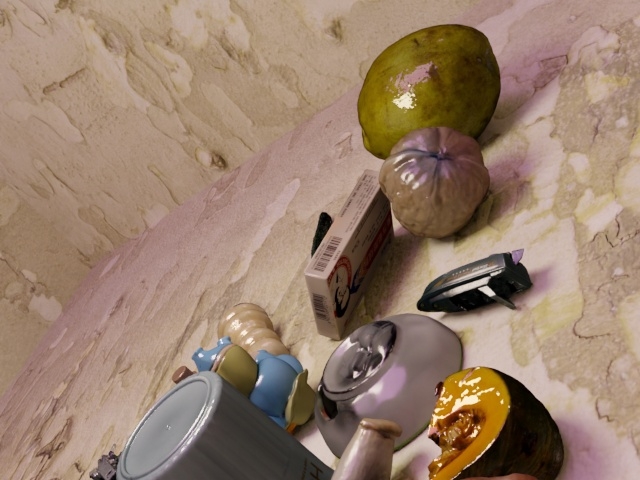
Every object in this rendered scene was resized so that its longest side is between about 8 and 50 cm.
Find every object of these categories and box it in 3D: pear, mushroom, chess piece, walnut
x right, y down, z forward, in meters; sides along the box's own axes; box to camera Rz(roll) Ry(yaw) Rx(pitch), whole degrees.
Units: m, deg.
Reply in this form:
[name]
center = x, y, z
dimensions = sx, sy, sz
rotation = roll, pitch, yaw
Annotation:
[pear]
center = 0.284, -0.368, 2.088
dimensions = 0.413, 0.352, 0.352
rotation = -30, 24, 35
[mushroom]
center = 0.025, 0.437, 1.271
dimensions = 0.351, 0.109, 0.097
rotation = -53, 8, -21
[chess piece]
center = -0.153, 0.254, 1.935
dimensions = 0.143, 0.142, 0.261
rotation = -45, 24, -6
[walnut]
center = 0.256, -0.128, 1.798
dimensions = 0.248, 0.248, 0.248
rotation = -36, 22, 17

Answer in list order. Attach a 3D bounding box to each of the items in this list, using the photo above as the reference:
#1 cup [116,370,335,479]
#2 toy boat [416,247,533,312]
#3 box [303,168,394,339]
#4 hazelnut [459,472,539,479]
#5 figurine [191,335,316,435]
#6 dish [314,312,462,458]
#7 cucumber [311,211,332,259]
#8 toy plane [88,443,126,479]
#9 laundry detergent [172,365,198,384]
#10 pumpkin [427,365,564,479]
[cup]
center = -0.181, 0.432, 1.365
dimensions = 0.331, 0.311, 0.257
rotation = -47, 21, -11
[toy boat]
center = 0.279, 0.096, 1.510
dimensions = 0.246, 0.093, 0.103
rotation = -25, 48, 40
[box]
center = 0.076, 0.028, 1.846
dimensions = 0.069, 0.214, 0.353
rotation = 14, 50, 24
[hazelnut]
center = 0.183, 0.392, 0.900
dimensions = 0.261, 0.241, 0.261
rotation = -15, 51, 19
[figurine]
center = -0.128, 0.286, 1.646
dimensions = 0.153, 0.262, 0.180
rotation = -53, -8, 15
[dish]
center = 0.097, 0.244, 1.499
dimensions = 0.324, 0.124, 0.324
rotation = -36, 21, 16
[cucumber]
center = 0.000, -0.001, 2.273
dimensions = 0.044, 0.043, 0.256
rotation = -38, 21, 26
[toy plane]
center = -0.502, 0.582, 1.965
dimensions = 0.192, 0.088, 0.262
rotation = -53, 23, -14
[laundry detergent]
center = -0.223, 0.376, 1.659
dimensions = 0.076, 0.237, 0.171
rotation = -30, 25, 28
[pumpkin]
center = 0.203, 0.313, 1.155
dimensions = 0.280, 0.139, 0.190
rotation = -37, 25, 6
